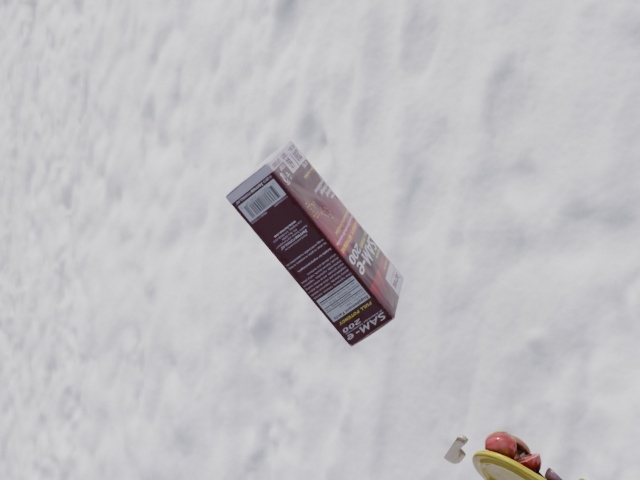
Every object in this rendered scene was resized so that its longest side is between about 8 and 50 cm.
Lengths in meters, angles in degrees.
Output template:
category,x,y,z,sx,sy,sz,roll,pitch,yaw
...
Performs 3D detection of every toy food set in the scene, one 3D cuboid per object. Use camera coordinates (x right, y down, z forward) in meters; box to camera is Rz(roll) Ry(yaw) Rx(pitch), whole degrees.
category,x,y,z,sx,sy,sz,roll,pitch,yaw
toy food set,0.286,0.312,1.096,0.218,0.071,0.128,29,153,21

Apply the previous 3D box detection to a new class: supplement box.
category,x,y,z,sx,sy,sz,roll,pitch,yaw
supplement box,0.000,0.000,0.991,0.073,0.130,0.239,-36,100,21
